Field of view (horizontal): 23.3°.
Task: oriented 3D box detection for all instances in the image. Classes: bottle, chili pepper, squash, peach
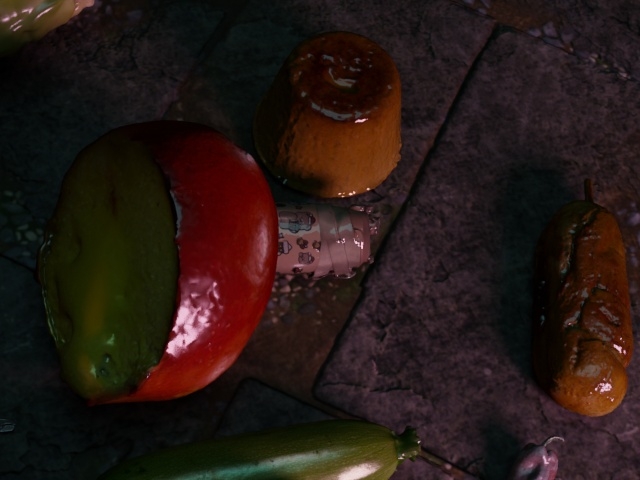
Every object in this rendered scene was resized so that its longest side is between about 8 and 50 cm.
[{"bbox_3d":[0.000,-0.001,1.923,0.152,0.099,0.099,1,59,-8],"label":"bottle"},{"bbox_3d":[0.240,0.292,1.821,0.050,0.041,0.153,19,73,25],"label":"chili pepper"},{"bbox_3d":[-0.075,0.267,1.741,0.395,0.107,0.107,-9,61,-18],"label":"squash"},{"bbox_3d":[-0.195,0.032,1.777,0.281,0.281,0.338,26,59,6],"label":"peach"}]

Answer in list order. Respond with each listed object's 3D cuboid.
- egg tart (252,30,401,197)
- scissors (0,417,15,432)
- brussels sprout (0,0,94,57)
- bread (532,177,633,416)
[{"bbox_3d":[0.015,-0.169,1.998,0.203,0.147,0.202,3,61,-6],"label":"egg tart"},{"bbox_3d":[-0.406,0.212,1.773,0.113,0.012,0.039,2,59,-9],"label":"scissors"},{"bbox_3d":[-0.452,-0.360,1.980,0.344,0.268,0.344,8,71,-25],"label":"brussels sprout"},{"bbox_3d":[0.333,0.059,1.951,0.124,0.084,0.344,10,58,-4],"label":"bread"}]
